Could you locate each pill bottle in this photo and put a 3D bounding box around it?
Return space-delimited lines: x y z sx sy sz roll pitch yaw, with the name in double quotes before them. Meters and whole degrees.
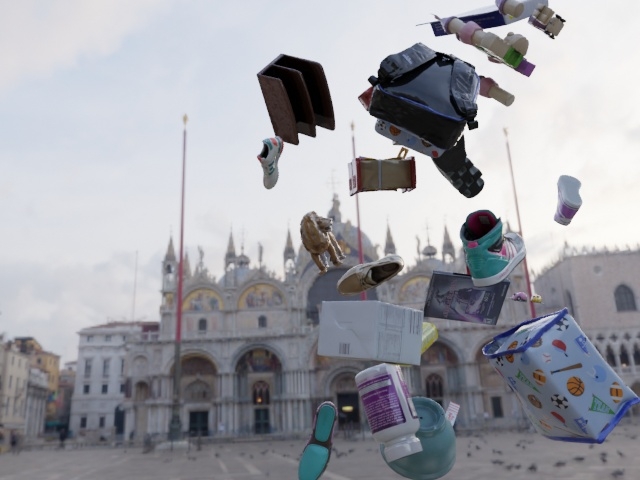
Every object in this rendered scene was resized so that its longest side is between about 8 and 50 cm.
"pill bottle" 0.238 0.585 1.944 0.169 0.302 0.169 -15 -24 -7

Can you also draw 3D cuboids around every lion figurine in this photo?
"lion figurine" 0.000 0.000 2.324 0.142 0.240 0.392 -27 1 -1

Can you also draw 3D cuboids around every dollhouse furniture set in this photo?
"dollhouse furniture set" 0.198 -0.338 1.873 0.201 0.374 0.152 -1 0 -8

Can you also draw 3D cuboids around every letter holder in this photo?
"letter holder" -0.079 -0.513 2.138 0.214 0.152 0.302 23 -32 31

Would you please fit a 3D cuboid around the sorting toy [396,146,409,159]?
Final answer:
"sorting toy" 0.430 -0.495 2.470 0.047 0.348 0.196 33 28 30

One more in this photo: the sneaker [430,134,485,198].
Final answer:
"sneaker" 0.392 -0.275 1.791 0.122 0.146 0.330 -36 -51 2

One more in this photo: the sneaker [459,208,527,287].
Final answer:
"sneaker" 0.474 -0.009 1.580 0.123 0.179 0.295 -10 15 37

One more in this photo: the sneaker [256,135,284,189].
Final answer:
"sneaker" -0.158 -0.223 1.649 0.075 0.161 0.057 -12 36 -44

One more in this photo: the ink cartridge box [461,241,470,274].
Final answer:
"ink cartridge box" 0.531 0.033 1.881 0.109 0.151 0.063 -3 24 31

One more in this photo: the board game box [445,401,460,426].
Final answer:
"board game box" 0.538 0.793 2.431 0.045 0.147 0.193 20 -32 17

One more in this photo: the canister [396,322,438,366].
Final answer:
"canister" 0.274 0.316 1.762 0.126 0.073 0.170 -3 15 39

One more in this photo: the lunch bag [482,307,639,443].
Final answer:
"lunch bag" 0.674 0.405 1.692 0.239 0.328 0.385 -32 -12 -19

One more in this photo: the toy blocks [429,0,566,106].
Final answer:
"toy blocks" 0.514 -0.623 1.762 0.288 0.260 0.309 10 -62 -42

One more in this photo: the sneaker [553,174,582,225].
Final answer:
"sneaker" 1.059 -0.169 2.482 0.102 0.282 0.161 17 -51 11

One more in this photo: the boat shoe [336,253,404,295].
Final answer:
"boat shoe" 0.219 0.163 2.605 0.341 0.122 0.110 -29 4 16

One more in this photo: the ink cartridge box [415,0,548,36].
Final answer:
"ink cartridge box" 0.528 -0.728 1.874 0.307 0.072 0.303 -28 25 -27

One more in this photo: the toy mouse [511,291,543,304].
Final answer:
"toy mouse" 0.770 0.217 2.184 0.143 0.031 0.161 4 -8 31

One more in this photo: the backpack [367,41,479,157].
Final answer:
"backpack" 0.269 -0.355 1.422 0.276 0.263 0.213 29 -34 5

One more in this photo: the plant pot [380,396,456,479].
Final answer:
"plant pot" 0.377 0.724 2.162 0.293 0.293 0.196 -1 -60 -3

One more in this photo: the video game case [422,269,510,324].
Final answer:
"video game case" 0.517 0.207 2.042 0.274 0.026 0.196 6 -60 -1

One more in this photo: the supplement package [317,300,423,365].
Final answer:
"supplement package" 0.135 0.246 1.516 0.203 0.149 0.194 17 -16 -42

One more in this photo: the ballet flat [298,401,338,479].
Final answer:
"ballet flat" -0.001 0.547 1.539 0.076 0.222 0.079 13 -15 12
